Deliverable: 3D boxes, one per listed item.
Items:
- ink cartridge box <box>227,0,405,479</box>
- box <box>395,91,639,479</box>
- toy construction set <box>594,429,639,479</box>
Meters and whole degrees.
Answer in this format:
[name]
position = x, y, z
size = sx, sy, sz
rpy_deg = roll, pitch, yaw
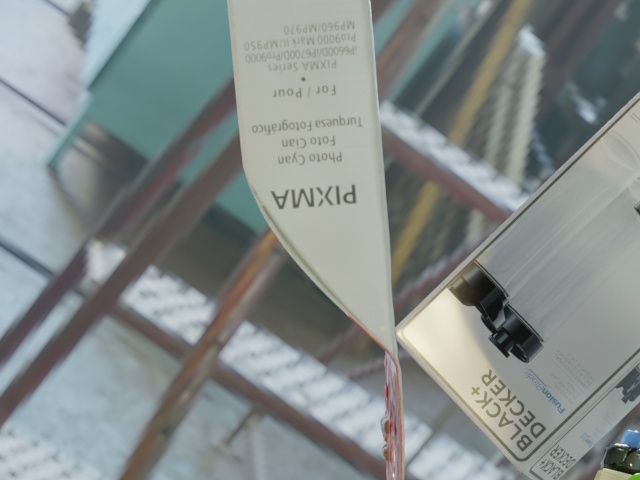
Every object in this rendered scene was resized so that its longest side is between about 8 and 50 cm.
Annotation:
[ink cartridge box]
position = 0.000, 0.000, 1.283
size = 0.091, 0.385, 0.308
rpy_deg = -3, 3, 1
[box]
position = 0.221, 0.041, 1.591
size = 0.169, 0.290, 0.087
rpy_deg = 48, 4, 24
[toy construction set]
position = 0.287, 0.190, 1.204
size = 0.215, 0.151, 0.328
rpy_deg = 11, -30, 42
